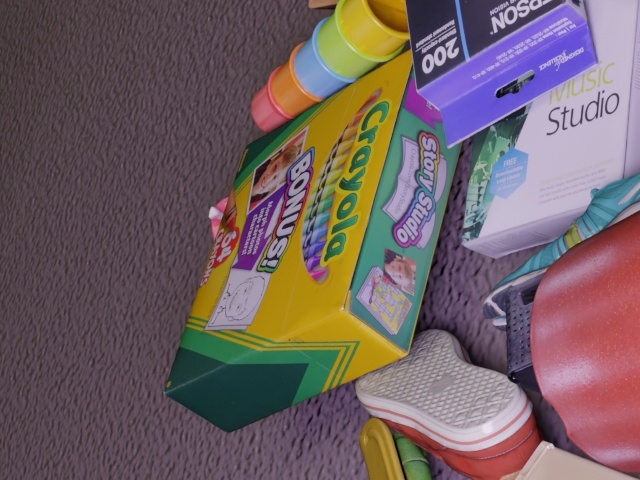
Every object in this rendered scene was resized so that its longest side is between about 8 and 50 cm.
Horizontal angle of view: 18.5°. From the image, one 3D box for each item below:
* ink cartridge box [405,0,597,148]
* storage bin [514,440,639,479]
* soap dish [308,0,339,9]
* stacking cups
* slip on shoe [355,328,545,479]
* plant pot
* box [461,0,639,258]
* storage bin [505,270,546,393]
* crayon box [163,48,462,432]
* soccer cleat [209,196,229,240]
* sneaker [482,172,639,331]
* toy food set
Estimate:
[{"bbox_3d":[0.179,-0.229,2.026,0.206,0.045,0.208,-30,57,37],"label":"ink cartridge box"},{"bbox_3d":[0.230,0.327,1.637,0.260,0.123,0.262,-53,32,-13],"label":"storage bin"},{"bbox_3d":[0.106,-0.407,2.295,0.229,0.118,0.290,-1,71,54],"label":"soap dish"},{"bbox_3d":[0.012,-0.202,2.252,0.316,0.096,0.096,-39,42,53],"label":"stacking cups"},{"bbox_3d":[0.127,0.170,1.960,0.123,0.101,0.331,-35,20,-12],"label":"slip on shoe"},{"bbox_3d":[0.322,0.064,1.535,0.265,0.272,0.272,-26,52,52],"label":"plant pot"},{"bbox_3d":[0.253,-0.158,2.004,0.232,0.058,0.322,-19,56,50],"label":"box"},{"bbox_3d":[0.262,0.091,1.742,0.122,0.180,0.084,-29,49,44],"label":"storage bin"},{"bbox_3d":[0.000,0.000,2.160,0.313,0.106,0.363,-29,36,46],"label":"crayon box"},{"bbox_3d":[-0.079,0.065,2.347,0.083,0.095,0.248,-14,76,25],"label":"soccer cleat"},{"bbox_3d":[0.267,0.009,1.824,0.275,0.107,0.110,-35,29,34],"label":"sneaker"},{"bbox_3d":[0.092,0.278,1.993,0.218,0.071,0.128,-104,23,-44],"label":"toy food set"}]
